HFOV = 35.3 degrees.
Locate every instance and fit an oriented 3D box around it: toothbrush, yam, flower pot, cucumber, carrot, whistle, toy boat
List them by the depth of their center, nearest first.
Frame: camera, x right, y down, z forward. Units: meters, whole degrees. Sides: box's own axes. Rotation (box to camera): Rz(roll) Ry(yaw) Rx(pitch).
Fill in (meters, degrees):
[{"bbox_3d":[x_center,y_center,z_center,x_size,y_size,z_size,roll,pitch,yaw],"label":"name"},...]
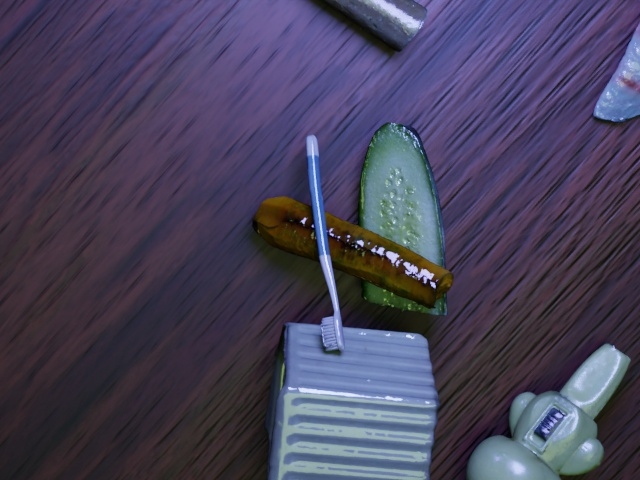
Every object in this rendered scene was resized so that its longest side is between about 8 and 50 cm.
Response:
[{"bbox_3d":[0.000,0.000,1.217,0.025,0.019,0.275,-11,72,12],"label":"toothbrush"},{"bbox_3d":[0.031,0.222,1.240,0.190,0.239,0.209,7,125,-4],"label":"flower pot"},{"bbox_3d":[0.049,-0.304,1.253,0.169,0.068,0.068,34,94,-2],"label":"yam"},{"bbox_3d":[0.039,0.015,1.254,0.260,0.070,0.070,24,95,15],"label":"carrot"},{"bbox_3d":[0.453,-0.269,1.278,0.206,0.096,0.282,19,105,-17],"label":"toy boat"},{"bbox_3d":[0.110,-0.030,1.285,0.115,0.063,0.243,1,100,21],"label":"cucumber"},{"bbox_3d":[0.301,0.270,1.319,0.294,0.141,0.141,-41,97,-15],"label":"whistle"}]
